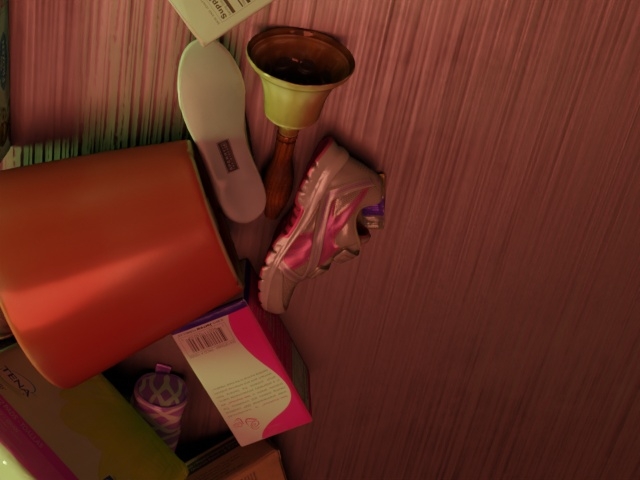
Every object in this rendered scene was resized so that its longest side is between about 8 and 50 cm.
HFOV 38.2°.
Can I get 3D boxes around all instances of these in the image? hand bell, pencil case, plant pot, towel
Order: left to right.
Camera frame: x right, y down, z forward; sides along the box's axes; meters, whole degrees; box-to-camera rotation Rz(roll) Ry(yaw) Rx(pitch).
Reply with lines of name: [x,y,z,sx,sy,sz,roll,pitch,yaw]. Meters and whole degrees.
plant pot: [-0.235,0.010,1.106,0.243,0.275,0.275,-20,119,-2]
pencil case: [-0.250,0.287,1.343,0.086,0.088,0.206,18,118,-8]
hand bell: [-0.041,-0.120,1.125,0.126,0.126,0.242,7,130,-6]
towel: [0.055,-0.050,1.206,0.060,0.009,0.083,-1,119,-2]

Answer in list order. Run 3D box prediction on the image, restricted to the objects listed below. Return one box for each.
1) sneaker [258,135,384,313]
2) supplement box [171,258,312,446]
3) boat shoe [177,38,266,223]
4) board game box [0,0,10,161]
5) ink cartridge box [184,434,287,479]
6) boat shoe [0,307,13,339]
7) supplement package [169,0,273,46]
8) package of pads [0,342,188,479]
sneaker: [0.000,0.000,1.172,0.111,0.103,0.252,25,119,-5]
supplement box: [-0.104,0.155,1.259,0.111,0.114,0.220,-21,117,9]
boat shoe: [-0.119,-0.134,1.116,0.080,0.076,0.229,-22,113,-8]
board game box: [-0.519,-0.255,1.042,0.317,0.066,0.319,6,119,-5]
ink cartridge box: [-0.136,0.424,1.380,0.193,0.088,0.235,-27,121,-23]
boat shoe: [-0.502,0.074,1.168,0.355,0.132,0.130,9,139,25]
supplement package: [-0.060,-0.368,0.914,0.262,0.199,0.198,-30,117,14]
package of pads: [-0.338,0.263,1.196,0.296,0.229,0.101,45,116,9]
